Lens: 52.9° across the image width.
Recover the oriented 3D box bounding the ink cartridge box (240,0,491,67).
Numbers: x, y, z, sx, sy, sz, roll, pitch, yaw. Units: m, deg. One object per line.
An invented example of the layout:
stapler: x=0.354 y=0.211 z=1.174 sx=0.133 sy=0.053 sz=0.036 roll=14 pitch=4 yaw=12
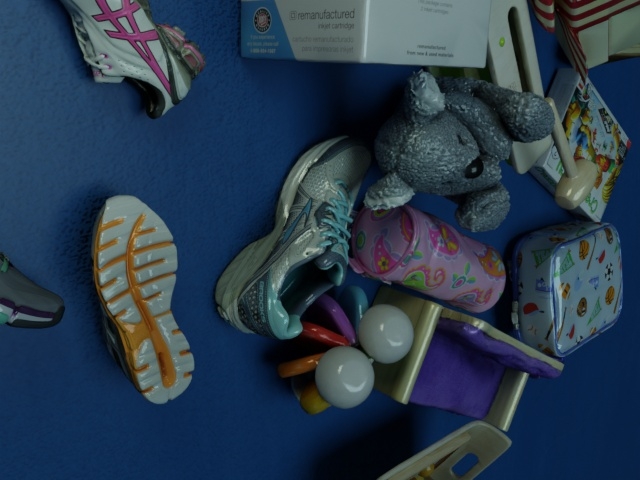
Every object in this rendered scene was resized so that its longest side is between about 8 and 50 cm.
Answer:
ink cartridge box: x=0.050 y=-0.323 z=0.667 sx=0.197 sy=0.198 sz=0.270 roll=-11 pitch=110 yaw=-40

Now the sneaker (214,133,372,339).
sneaker: x=0.000 y=0.000 z=0.777 sx=0.110 sy=0.122 sz=0.283 roll=42 pitch=73 yaw=-43

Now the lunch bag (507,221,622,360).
lunch bag: x=0.478 y=0.094 z=1.251 sx=0.303 sy=0.115 sz=0.243 roll=-14 pitch=103 yaw=-40

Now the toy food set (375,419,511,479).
toy food set: x=0.141 y=0.409 z=0.992 sx=0.306 sy=0.092 sz=0.220 roll=-14 pitch=146 yaw=-40

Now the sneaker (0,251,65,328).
sneaker: x=-0.301 y=0.004 z=0.524 sx=0.223 sy=0.083 sz=0.098 roll=28 pitch=79 yaw=-44

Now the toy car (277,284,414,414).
toy car: x=0.019 y=0.132 z=0.845 sx=0.182 sy=0.159 sz=0.136 roll=-42 pitch=92 yaw=-26

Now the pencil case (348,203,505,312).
pencil case: x=0.161 y=0.028 z=0.947 sx=0.284 sy=0.124 sz=0.124 roll=20 pitch=90 yaw=-45

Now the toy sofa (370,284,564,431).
toy sofa: x=0.227 y=0.206 z=1.024 sx=0.362 sy=0.177 sz=0.150 roll=28 pitch=84 yaw=-46

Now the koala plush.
koala plush: x=0.139 y=-0.116 z=0.795 sx=0.221 sy=0.203 sz=0.196 roll=-20 pitch=137 yaw=-53

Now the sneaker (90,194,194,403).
sneaker: x=-0.191 y=0.059 z=0.648 sx=0.084 sy=0.083 sz=0.215 roll=-18 pitch=111 yaw=-38

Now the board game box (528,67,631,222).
board game box: x=0.504 y=-0.172 z=1.249 sx=0.305 sy=0.053 sz=0.193 roll=26 pitch=85 yaw=-45

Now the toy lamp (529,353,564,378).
toy lamp: x=0.524 y=0.207 z=1.377 sx=0.274 sy=0.080 sz=0.080 roll=-30 pitch=123 yaw=-34

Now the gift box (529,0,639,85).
gift box: x=0.402 y=-0.393 z=0.882 sx=0.258 sy=0.255 sz=0.276 roll=-20 pitch=143 yaw=12

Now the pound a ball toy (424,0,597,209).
pound a ball toy: x=0.282 y=-0.217 z=0.915 sx=0.136 sy=0.208 sz=0.319 roll=-45 pitch=129 yaw=-24

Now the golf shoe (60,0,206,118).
golf shoe: x=-0.186 y=-0.186 z=0.578 sx=0.186 sy=0.067 sz=0.086 roll=39 pitch=77 yaw=-44

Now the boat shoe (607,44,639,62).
boat shoe: x=0.571 y=-0.403 z=1.205 sx=0.342 sy=0.123 sz=0.123 roll=-23 pitch=104 yaw=-37
